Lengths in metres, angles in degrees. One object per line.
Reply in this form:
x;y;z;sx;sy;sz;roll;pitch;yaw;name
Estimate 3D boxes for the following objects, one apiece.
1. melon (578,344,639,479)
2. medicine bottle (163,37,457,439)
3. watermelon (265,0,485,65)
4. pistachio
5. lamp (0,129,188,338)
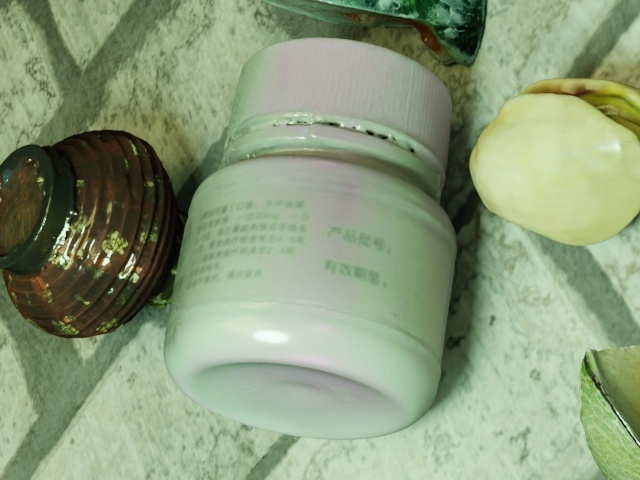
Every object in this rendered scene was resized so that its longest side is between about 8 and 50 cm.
0.274;0.174;1.550;0.202;0.093;0.139;56;154;13;melon
0.000;0.000;1.799;0.256;0.256;0.324;-20;54;46;medicine bottle
0.008;-0.267;1.949;0.213;0.290;0.320;109;141;-56;watermelon
0.223;-0.070;1.671;0.200;0.117;0.145;-6;110;43;pistachio
-0.253;-0.007;2.144;0.247;0.247;0.247;-22;60;45;lamp
